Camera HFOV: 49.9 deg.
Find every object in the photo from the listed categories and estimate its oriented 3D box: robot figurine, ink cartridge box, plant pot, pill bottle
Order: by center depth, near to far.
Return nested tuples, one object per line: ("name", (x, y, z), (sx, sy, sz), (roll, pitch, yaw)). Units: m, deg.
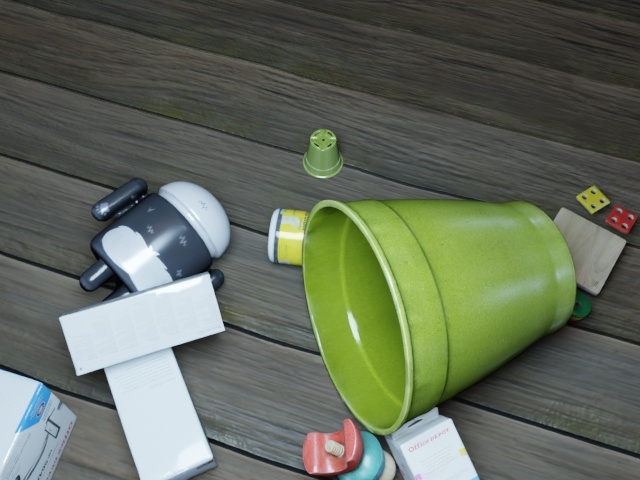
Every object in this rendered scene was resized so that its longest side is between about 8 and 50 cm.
("ink cartridge box", (-0.462, 0.302, 1.051), (0.086, 0.203, 0.148), (14, 63, 5))
("ink cartridge box", (0.172, 0.338, 1.070), (0.092, 0.090, 0.143), (-24, 89, -13))
("plant pot", (0.201, 0.082, 1.120), (0.353, 0.366, 0.366), (-13, 62, -21))
("robot figurine", (-0.292, 0.016, 1.226), (0.278, 0.209, 0.173), (-42, 48, -19))
("pill bottle", (0.000, 0.000, 1.271), (0.184, 0.103, 0.103), (6, 62, 3))
("plant pot", (0.006, -0.181, 1.382), (0.083, 0.079, 0.083), (0, 61, -1))

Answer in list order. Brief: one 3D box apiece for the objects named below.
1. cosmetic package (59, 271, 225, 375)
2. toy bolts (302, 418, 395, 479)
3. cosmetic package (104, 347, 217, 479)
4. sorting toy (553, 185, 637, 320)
("cosmetic package", (-0.284, 0.131, 1.111), (0.239, 0.060, 0.098), (-16, 95, -12))
("toy bolts", (0.042, 0.407, 1.042), (0.218, 0.158, 0.228), (-24, 47, 32))
("cosmetic package", (-0.265, 0.282, 1.130), (0.117, 0.085, 0.231), (-21, 65, -12))
("sorting toy", (0.485, 0.019, 1.296), (0.132, 0.046, 0.274), (31, 66, 15))
